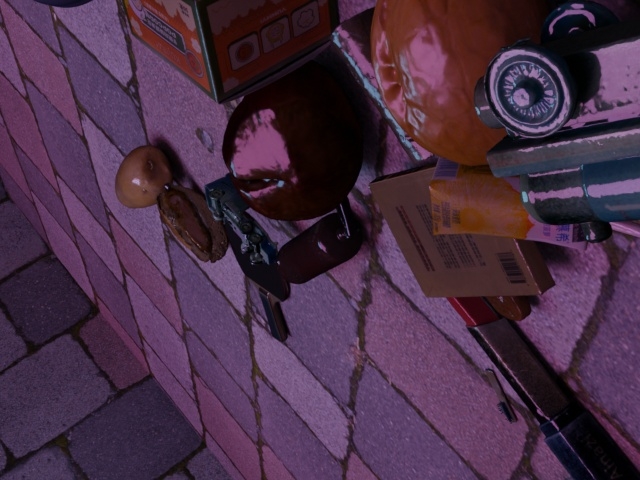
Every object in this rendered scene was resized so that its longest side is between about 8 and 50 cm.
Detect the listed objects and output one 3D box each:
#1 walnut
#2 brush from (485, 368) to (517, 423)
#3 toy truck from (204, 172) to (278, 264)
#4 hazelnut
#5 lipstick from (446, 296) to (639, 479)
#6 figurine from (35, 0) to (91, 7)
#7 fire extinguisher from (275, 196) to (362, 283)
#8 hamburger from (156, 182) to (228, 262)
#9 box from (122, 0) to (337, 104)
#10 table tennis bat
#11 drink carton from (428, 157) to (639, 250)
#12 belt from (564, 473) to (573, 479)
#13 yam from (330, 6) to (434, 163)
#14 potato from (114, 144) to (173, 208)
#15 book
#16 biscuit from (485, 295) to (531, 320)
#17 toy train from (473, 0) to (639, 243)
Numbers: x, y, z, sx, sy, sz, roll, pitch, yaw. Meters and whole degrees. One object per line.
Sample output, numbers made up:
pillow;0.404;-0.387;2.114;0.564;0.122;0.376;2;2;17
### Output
walnut;0.122;-0.161;0.822;0.159;0.159;0.207;23;146;53
brush;0.236;0.206;1.269;0.084;0.013;0.016;64;159;-14
toy truck;-0.113;-0.037;1.559;0.175;0.081;0.067;46;156;30
hazelnut;-0.030;-0.127;1.188;0.178;0.178;0.204;36;145;41
lipstick;0.254;0.172;1.137;0.312;0.051;0.051;54;160;12
figurine;-0.306;-0.427;1.252;0.175;0.265;0.197;60;-171;28
fire extinguisher;0.000;0.000;1.398;0.089;0.072;0.267;68;158;4
hamburger;-0.241;-0.031;1.846;0.176;0.087;0.102;48;168;3
box;-0.110;-0.284;1.093;0.195;0.177;0.148;40;154;35
table tennis bat;-0.107;0.070;1.777;0.173;0.022;0.301;31;145;46
drink carton;0.204;-0.037;0.886;0.200;0.074;0.084;6;133;17
belt;0.350;0.441;1.216;0.227;0.115;0.324;16;134;57
yam;0.082;-0.163;1.014;0.169;0.068;0.068;56;158;-2
potato;-0.345;-0.122;1.882;0.178;0.109;0.119;162;104;-64
book;0.148;-0.009;1.057;0.161;0.026;0.231;62;156;-9
biscuit;0.184;-0.007;1.058;0.138;0.031;0.205;33;148;44
toy train;0.248;-0.081;0.650;0.298;0.120;0.194;-6;116;47
